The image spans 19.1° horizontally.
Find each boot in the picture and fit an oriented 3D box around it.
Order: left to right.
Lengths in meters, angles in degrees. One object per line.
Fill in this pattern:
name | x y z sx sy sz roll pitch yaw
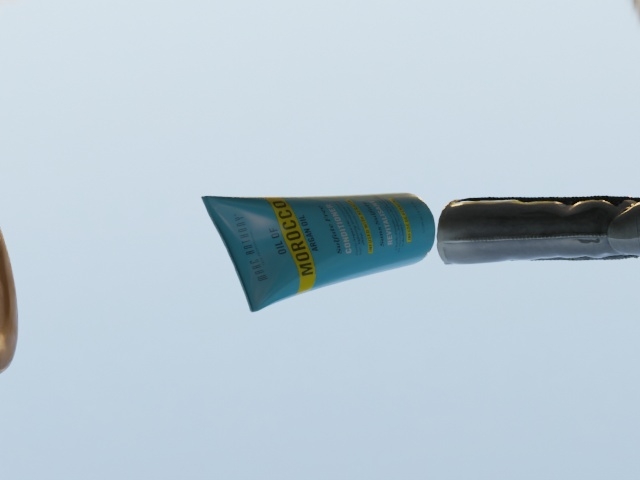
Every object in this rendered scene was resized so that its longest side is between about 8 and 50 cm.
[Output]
boot | 0.217 -0.010 1.597 0.208 0.076 0.189 -9 175 21

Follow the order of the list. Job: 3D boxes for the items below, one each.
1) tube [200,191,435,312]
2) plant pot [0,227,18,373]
tube | 0.000 0.000 1.268 0.052 0.080 0.207 -37 164 33
plant pot | -0.406 0.045 1.739 0.203 0.291 0.291 -14 -159 8
